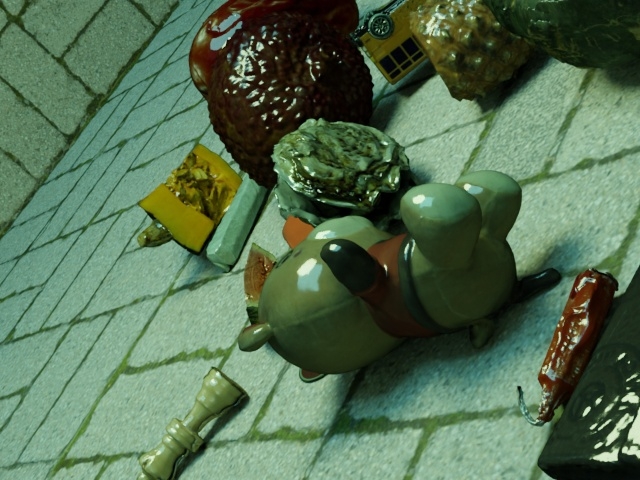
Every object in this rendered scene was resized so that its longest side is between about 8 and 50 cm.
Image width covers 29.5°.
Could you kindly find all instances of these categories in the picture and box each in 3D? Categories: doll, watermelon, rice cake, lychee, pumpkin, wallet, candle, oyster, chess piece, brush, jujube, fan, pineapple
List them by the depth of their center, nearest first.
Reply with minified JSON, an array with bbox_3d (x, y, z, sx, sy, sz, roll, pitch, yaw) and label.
[{"bbox_3d":[0.298,0.060,0.990,0.170,0.044,0.321,-13,39,57],"label":"wallet"},{"bbox_3d":[0.217,0.094,1.075,0.162,0.048,0.053,-60,-4,-28],"label":"candle"},{"bbox_3d":[0.076,0.045,1.276,0.330,0.174,0.235,-21,2,43],"label":"doll"},{"bbox_3d":[0.326,-0.336,1.343,0.328,0.257,0.291,-38,65,41],"label":"pumpkin"},{"bbox_3d":[0.011,0.118,1.464,0.085,0.005,0.133,-28,28,40],"label":"fan"},{"bbox_3d":[-0.166,0.239,1.514,0.172,0.060,0.060,-51,22,-6],"label":"chess piece"},{"bbox_3d":[0.027,-0.082,1.575,0.267,0.198,0.112,-62,-14,-61],"label":"oyster"},{"bbox_3d":[0.257,-0.309,1.588,0.279,0.158,0.158,-35,23,8],"label":"pineapple"},{"bbox_3d":[-0.058,0.072,1.595,0.069,0.087,0.163,-10,31,6],"label":"watermelon"},{"bbox_3d":[0.001,0.000,1.638,0.070,0.051,0.323,-51,24,5],"label":"brush"},{"bbox_3d":[-0.048,-0.209,1.821,0.261,0.260,0.260,-38,23,19],"label":"lychee"},{"bbox_3d":[-0.122,-0.048,1.943,0.042,0.045,0.245,-27,29,41],"label":"rice cake"},{"bbox_3d":[-0.225,-0.040,1.970,0.126,0.131,0.248,-44,4,33],"label":"pumpkin"},{"bbox_3d":[-0.080,-0.348,2.166,0.318,0.223,0.223,-41,20,-15],"label":"jujube"}]

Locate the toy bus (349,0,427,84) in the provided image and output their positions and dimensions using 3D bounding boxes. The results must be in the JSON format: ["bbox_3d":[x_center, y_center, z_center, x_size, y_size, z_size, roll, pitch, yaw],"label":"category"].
[{"bbox_3d":[0.153,-0.332,1.826,0.201,0.114,0.098,-38,14,6],"label":"toy bus"}]
